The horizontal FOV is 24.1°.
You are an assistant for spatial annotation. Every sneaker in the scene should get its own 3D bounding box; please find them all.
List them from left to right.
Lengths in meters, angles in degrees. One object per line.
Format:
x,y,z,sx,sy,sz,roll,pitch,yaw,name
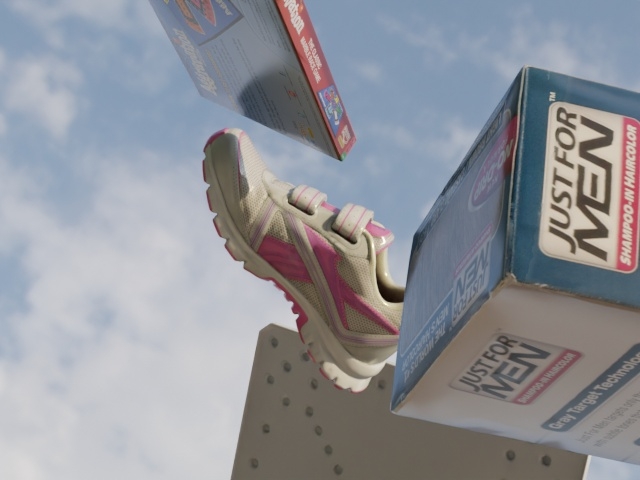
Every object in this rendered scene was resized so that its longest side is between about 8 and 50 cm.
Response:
0.000,0.000,1.268,0.111,0.103,0.252,-34,-79,18,sneaker

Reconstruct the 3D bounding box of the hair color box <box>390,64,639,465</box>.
0.223,0.041,0.677,0.347,0.105,0.174,12,-27,-8,hair color box

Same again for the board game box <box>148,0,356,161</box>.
-0.064,-0.159,1.100,0.145,0.027,0.281,25,-17,22,board game box

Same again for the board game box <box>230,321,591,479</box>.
0.072,0.321,1.566,0.390,0.050,0.390,17,-78,31,board game box
